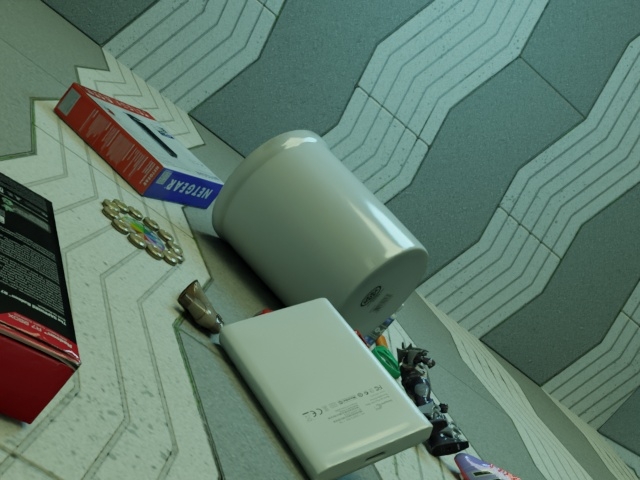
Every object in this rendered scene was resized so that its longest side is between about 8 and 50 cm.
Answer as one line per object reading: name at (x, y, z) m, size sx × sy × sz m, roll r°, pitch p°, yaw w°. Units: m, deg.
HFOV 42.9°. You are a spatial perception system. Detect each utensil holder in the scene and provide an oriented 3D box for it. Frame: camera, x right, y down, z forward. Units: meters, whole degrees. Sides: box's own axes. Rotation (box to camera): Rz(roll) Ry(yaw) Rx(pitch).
utensil holder at (0.000, 0.000, 1.798) m, size 0.385 × 0.327 × 0.327 m, roll 47°, pitch 11°, yaw 26°

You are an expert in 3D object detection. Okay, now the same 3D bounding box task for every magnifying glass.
magnifying glass at (0.159, 0.282, 2.037) m, size 0.092 × 0.026 × 0.231 m, roll 38°, pitch 11°, yaw -9°

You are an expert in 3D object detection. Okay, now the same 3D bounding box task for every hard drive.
hard drive at (0.001, 0.218, 1.254) m, size 0.203 × 0.040 × 0.307 m, roll -14°, pitch 42°, yaw -29°

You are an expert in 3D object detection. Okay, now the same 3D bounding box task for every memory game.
memory game at (-0.327, -0.018, 1.510) m, size 0.186 × 0.012 × 0.186 m, roll 39°, pitch 9°, yaw -7°

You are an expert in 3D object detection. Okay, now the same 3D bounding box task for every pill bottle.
pill bottle at (0.139, 0.190, 2.021) m, size 0.078 × 0.137 × 0.078 m, roll 39°, pitch 9°, yaw -7°

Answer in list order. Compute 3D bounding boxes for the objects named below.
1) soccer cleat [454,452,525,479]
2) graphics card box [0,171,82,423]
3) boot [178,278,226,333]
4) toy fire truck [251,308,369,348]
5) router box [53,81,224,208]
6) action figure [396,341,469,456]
soccer cleat at (0.378, 0.498, 1.628) m, size 0.248 × 0.095 × 0.083 m, roll 41°, pitch 9°, yaw 5°
graphics card box at (-0.387, 0.010, 0.848) m, size 0.232 × 0.094 × 0.371 m, roll 34°, pitch 12°, yaw -34°
boot at (-0.193, 0.113, 1.349) m, size 0.087 × 0.042 × 0.118 m, roll 45°, pitch 9°, yaw -9°
toy fire truck at (-0.025, 0.172, 1.424) m, size 0.192 × 0.135 × 0.047 m, roll 41°, pitch 8°, yaw 5°
router box at (-0.410, -0.212, 1.900) m, size 0.301 × 0.082 × 0.335 m, roll 42°, pitch 9°, yaw 14°
action figure at (0.224, 0.332, 1.739) m, size 0.285 × 0.099 × 0.185 m, roll -103°, pitch 167°, yaw -61°
